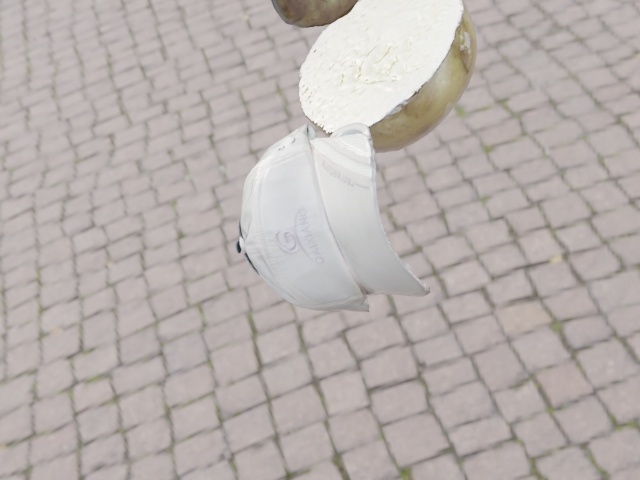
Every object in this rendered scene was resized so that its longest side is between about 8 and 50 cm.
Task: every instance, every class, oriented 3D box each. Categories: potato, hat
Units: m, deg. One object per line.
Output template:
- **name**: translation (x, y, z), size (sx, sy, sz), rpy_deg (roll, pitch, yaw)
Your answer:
- **potato**: translation (0.099, -0.204, 1.493), size (0.239, 0.116, 0.299), rpy_deg (-43, 32, 10)
- **hat**: translation (0.000, 0.000, 1.243), size (0.164, 0.219, 0.226), rpy_deg (-22, 11, -5)

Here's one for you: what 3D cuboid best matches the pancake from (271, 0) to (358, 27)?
- **pancake**: translation (0.010, -0.315, 1.133), size (0.031, 0.250, 0.250), rpy_deg (18, 47, 26)
